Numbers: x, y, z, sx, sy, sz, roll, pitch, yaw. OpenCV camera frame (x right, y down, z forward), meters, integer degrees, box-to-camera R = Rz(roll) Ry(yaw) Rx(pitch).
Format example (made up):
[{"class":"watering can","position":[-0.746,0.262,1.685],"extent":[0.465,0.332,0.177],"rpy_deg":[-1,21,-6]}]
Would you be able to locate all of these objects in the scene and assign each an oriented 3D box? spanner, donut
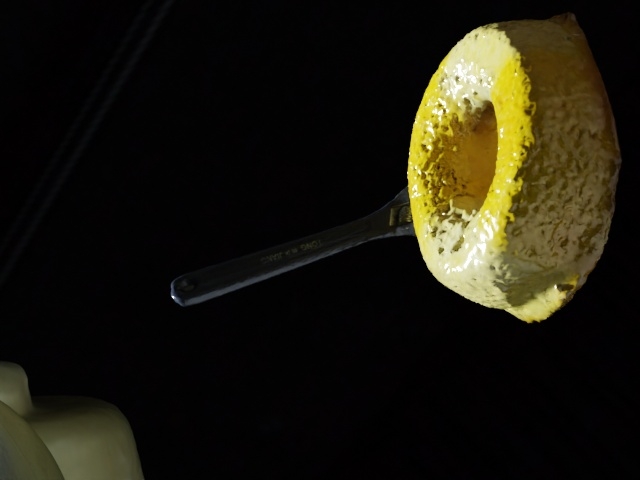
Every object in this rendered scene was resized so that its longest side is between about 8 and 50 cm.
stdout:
[{"class":"spanner","position":[0.000,0.000,0.870],"extent":[0.208,0.046,0.012],"rpy_deg":[-20,-48,-6]},{"class":"donut","position":[0.101,-0.042,0.738],"extent":[0.065,0.178,0.162],"rpy_deg":[8,-51,-17]}]

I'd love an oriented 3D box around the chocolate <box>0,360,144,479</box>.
[{"class":"chocolate","position":[-0.313,0.259,1.227],"extent":[0.314,0.297,0.326],"rpy_deg":[-2,-12,-44]}]

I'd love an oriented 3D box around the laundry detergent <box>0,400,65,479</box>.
[{"class":"laundry detergent","position":[-0.231,0.149,0.739],"extent":[0.091,0.253,0.181],"rpy_deg":[-39,-36,-60]}]
